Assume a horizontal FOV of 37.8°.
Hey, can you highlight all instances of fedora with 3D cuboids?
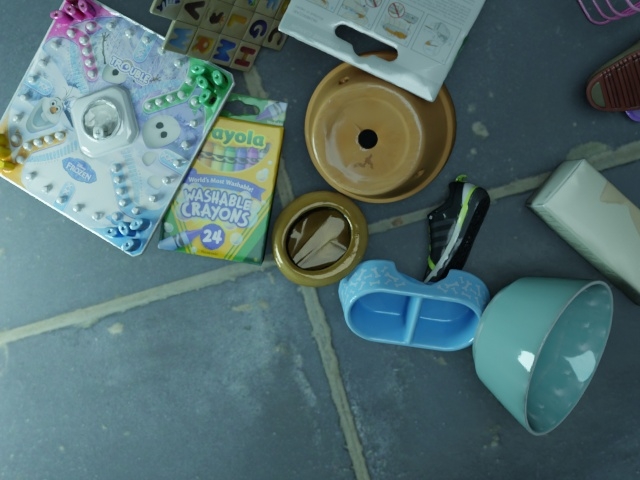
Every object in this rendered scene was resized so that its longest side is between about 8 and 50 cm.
[{"bbox_3d":[0.000,0.000,1.818,0.194,0.079,0.194,-1,82,5],"label":"fedora"}]

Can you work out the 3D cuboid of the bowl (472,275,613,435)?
[{"bbox_3d":[0.402,0.190,1.760,0.163,0.311,0.311,26,94,35],"label":"bowl"}]

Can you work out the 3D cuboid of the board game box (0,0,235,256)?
[{"bbox_3d":[-0.416,-0.228,1.770,0.390,0.050,0.390,30,94,12],"label":"board game box"}]

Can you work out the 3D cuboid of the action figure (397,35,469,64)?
[{"bbox_3d":[0.192,-0.309,1.818,0.137,0.063,0.232,17,97,-5],"label":"action figure"}]

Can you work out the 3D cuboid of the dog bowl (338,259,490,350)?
[{"bbox_3d":[0.180,0.132,1.800,0.297,0.074,0.166,8,128,-1],"label":"dog bowl"}]

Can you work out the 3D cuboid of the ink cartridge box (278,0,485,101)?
[{"bbox_3d":[0.143,-0.464,1.669,0.308,0.091,0.385,26,82,3],"label":"ink cartridge box"}]

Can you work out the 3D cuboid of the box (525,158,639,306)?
[{"bbox_3d":[0.559,-0.010,1.800,0.311,0.148,0.121,42,92,-4],"label":"box"}]

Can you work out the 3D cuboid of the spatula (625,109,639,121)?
[{"bbox_3d":[0.726,-0.320,1.836,0.296,0.030,0.084,-23,94,0],"label":"spatula"}]

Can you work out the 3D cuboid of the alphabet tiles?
[{"bbox_3d":[-0.145,-0.448,1.673,0.011,0.342,0.285,39,111,31],"label":"alphabet tiles"}]

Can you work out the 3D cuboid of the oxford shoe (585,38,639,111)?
[{"bbox_3d":[0.657,-0.354,1.796,0.348,0.130,0.123,-23,124,0],"label":"oxford shoe"}]

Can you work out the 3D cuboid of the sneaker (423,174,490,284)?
[{"bbox_3d":[0.249,-0.015,1.842,0.097,0.084,0.235,30,98,30],"label":"sneaker"}]

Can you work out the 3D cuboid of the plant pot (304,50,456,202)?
[{"bbox_3d":[0.101,-0.199,1.719,0.291,0.203,0.291,2,103,10],"label":"plant pot"}]

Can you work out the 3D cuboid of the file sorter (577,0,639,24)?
[{"bbox_3d":[0.580,-0.519,1.693,0.202,0.291,0.182,-32,97,2],"label":"file sorter"}]

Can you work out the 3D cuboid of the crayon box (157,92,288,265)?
[{"bbox_3d":[-0.186,-0.127,1.812,0.203,0.083,0.323,9,93,-1],"label":"crayon box"}]
